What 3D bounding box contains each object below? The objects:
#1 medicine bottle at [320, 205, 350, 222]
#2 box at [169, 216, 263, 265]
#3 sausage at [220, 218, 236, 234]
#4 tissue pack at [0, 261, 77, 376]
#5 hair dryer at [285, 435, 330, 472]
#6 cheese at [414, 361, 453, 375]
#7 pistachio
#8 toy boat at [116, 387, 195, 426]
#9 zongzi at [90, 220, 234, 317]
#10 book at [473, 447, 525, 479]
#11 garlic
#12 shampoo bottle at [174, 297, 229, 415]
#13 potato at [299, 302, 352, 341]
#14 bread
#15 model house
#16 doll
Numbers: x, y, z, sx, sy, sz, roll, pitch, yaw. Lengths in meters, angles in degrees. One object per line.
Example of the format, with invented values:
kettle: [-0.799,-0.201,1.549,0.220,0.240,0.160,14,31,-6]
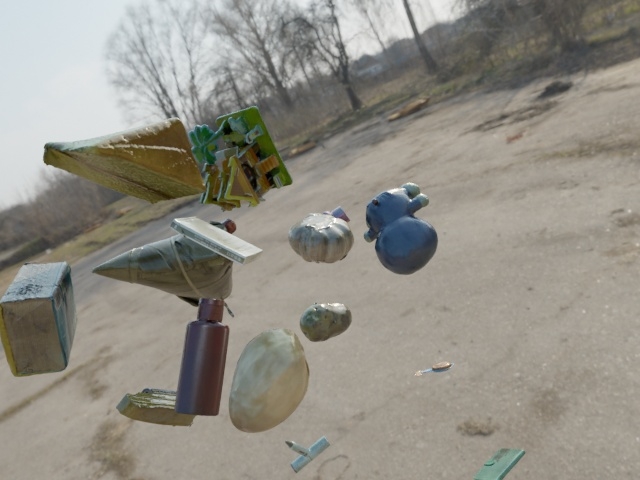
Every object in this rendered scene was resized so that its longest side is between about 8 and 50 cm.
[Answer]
medicine bottle: [0.029,-0.062,2.287,0.188,0.094,0.119,-36,-18,5]
box: [-0.241,-0.001,1.262,0.029,0.198,0.109,-67,-11,12]
sausage: [-0.359,-0.045,2.025,0.094,0.054,0.059,-33,29,19]
tissue pack: [-0.675,0.179,1.298,0.133,0.192,0.271,-6,17,-17]
hair dryer: [-0.059,0.708,1.856,0.155,0.183,0.044,-37,42,-12]
cheese: [0.315,0.357,1.492,0.111,0.017,0.047,-17,4,4]
pistachio: [-0.148,0.406,1.576,0.309,0.229,0.230,-56,12,4]
toy boat: [-0.511,0.531,1.736,0.089,0.310,0.115,-54,46,11]
zongzi: [-0.557,0.147,1.999,0.466,0.218,0.500,-9,-29,-14]
book: [0.495,0.629,1.504,0.135,0.017,0.103,-31,-3,-28]
garlic: [0.004,0.000,1.791,0.227,0.152,0.228,7,25,-3]
shampoo bottle: [-0.268,0.265,1.242,0.102,0.260,0.064,8,-11,-12]
potato: [0.022,0.339,2.244,0.165,0.165,0.262,-13,-11,40]
bread: [-0.536,-0.184,1.461,0.233,0.245,0.361,-7,16,30]
model house: [-0.319,-0.274,1.967,0.242,0.358,0.313,-5,30,34]
doll: [0.232,-0.028,1.555,0.228,0.259,0.154,-35,-22,21]
